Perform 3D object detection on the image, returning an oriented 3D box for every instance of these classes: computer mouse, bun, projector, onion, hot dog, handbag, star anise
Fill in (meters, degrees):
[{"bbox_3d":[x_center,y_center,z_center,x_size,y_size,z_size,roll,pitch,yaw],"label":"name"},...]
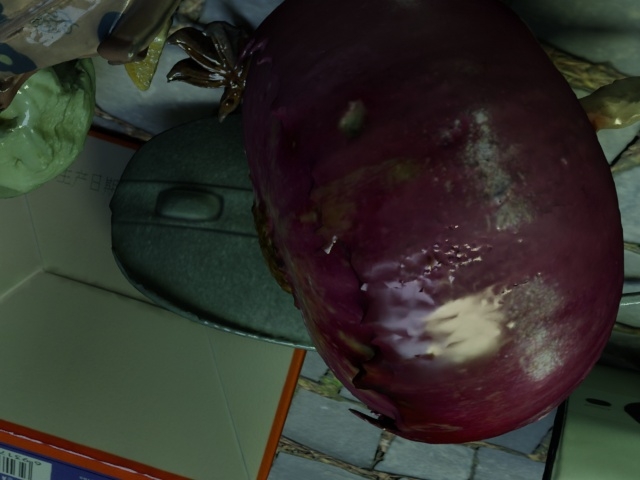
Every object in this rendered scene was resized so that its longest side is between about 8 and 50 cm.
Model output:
[{"bbox_3d":[0.001,-0.002,1.462,0.374,0.203,0.114,11,169,-3],"label":"computer mouse"},{"bbox_3d":[-0.275,-0.123,1.403,0.212,0.126,0.204,10,114,-35],"label":"bun"},{"bbox_3d":[0.333,0.276,1.640,0.249,0.248,0.248,12,106,8],"label":"projector"},{"bbox_3d":[0.101,-0.025,1.237,0.345,0.358,0.358,4,151,-7],"label":"onion"},{"bbox_3d":[-0.149,-0.161,1.423,0.034,0.030,0.090,22,149,-6],"label":"hot dog"},{"bbox_3d":[-0.191,-0.215,1.183,0.190,0.193,0.251,36,150,-33],"label":"handbag"},{"bbox_3d":[-0.064,-0.143,1.400,0.141,0.042,0.141,13,153,7],"label":"star anise"}]

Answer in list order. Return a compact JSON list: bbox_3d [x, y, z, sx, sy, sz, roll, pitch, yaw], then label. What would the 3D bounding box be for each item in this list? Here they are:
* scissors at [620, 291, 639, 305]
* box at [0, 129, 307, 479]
[{"bbox_3d":[0.177,0.062,1.581,0.360,0.029,0.191,-9,-177,16],"label":"scissors"},{"bbox_3d":[-0.195,0.106,1.601,0.348,0.319,0.257,17,149,-2],"label":"box"}]
